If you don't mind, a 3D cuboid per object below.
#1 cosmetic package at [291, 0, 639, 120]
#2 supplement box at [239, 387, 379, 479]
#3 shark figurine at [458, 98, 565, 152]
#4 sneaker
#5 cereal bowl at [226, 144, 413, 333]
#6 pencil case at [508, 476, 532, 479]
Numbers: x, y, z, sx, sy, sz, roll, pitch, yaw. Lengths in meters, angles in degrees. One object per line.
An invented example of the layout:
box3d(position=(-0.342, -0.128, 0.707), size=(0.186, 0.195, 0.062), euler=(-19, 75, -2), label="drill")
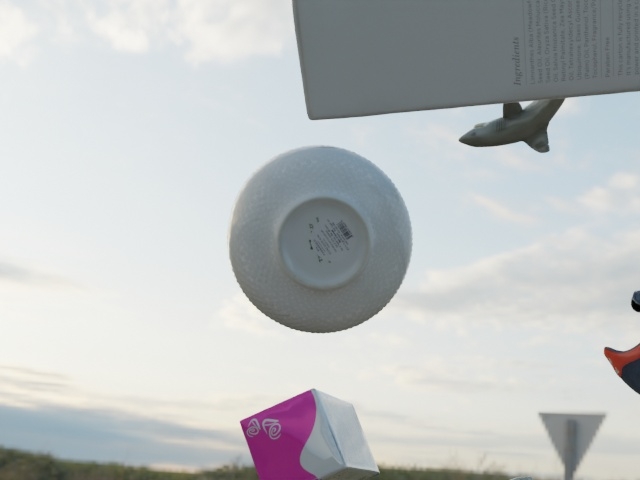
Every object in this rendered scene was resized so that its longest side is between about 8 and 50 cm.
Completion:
box3d(position=(0.207, -0.271, 1.220), size=(0.453, 0.161, 0.230), euler=(-5, 21, 7), label="cosmetic package")
box3d(position=(-0.010, 0.278, 1.318), size=(0.111, 0.114, 0.220), euler=(-25, -18, 7), label="supplement box")
box3d(position=(0.406, -0.226, 1.809), size=(0.166, 0.116, 0.278), euler=(5, -31, -36), label="shark figurine")
box3d(position=(0.600, 0.095, 1.608), size=(0.148, 0.350, 0.131), euler=(39, -2, 24), label="sneaker")
box3d(position=(0.000, 0.000, 1.720), size=(0.339, 0.338, 0.141), euler=(4, 2, -2), label="cereal bowl")
box3d(position=(0.280, 0.432, 0.953), size=(0.184, 0.410, 0.160), euler=(-7, 5, 36), label="pencil case")
